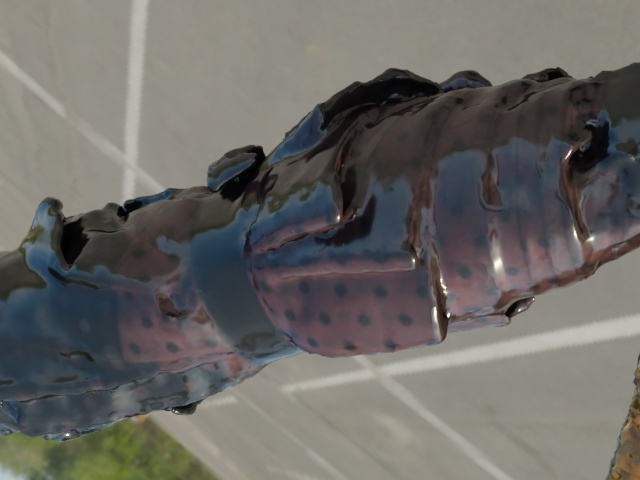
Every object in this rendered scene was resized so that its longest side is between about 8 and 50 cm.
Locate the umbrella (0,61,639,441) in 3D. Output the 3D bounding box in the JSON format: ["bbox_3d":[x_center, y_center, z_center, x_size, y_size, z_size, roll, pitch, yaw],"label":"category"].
[{"bbox_3d":[0.000,0.000,0.401,0.094,0.326,0.090,68,-156,-6],"label":"umbrella"}]

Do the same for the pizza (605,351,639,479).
[{"bbox_3d":[0.182,0.105,0.464,0.289,0.228,0.081,56,-173,7],"label":"pizza"}]
